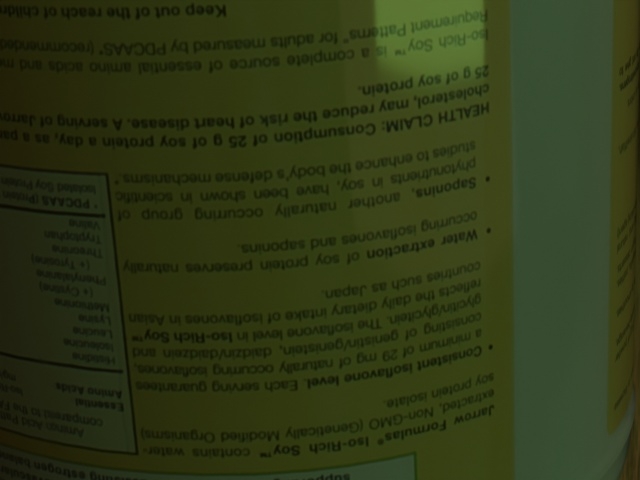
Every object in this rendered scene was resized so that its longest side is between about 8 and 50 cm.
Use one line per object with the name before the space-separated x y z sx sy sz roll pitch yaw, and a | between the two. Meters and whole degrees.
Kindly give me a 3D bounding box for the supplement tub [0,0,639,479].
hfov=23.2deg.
supplement tub | -0.019 -0.022 0.501 0.241 0.241 0.331 -27 121 -47
